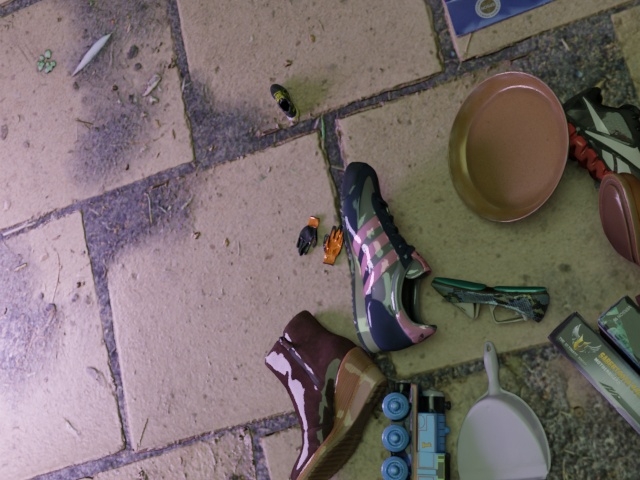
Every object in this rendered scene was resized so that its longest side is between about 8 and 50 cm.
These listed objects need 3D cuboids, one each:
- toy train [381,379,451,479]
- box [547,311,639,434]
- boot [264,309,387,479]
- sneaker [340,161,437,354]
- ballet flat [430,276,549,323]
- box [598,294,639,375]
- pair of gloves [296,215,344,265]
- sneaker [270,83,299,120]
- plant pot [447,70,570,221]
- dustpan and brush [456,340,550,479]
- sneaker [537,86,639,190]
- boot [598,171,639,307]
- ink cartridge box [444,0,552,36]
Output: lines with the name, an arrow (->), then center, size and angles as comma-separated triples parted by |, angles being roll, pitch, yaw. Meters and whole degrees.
toy train -> 0.151, 0.311, 1.342 | 0.105, 0.080, 0.184 | 0, 76, 10
box -> 0.426, 0.210, 1.205 | 0.056, 0.183, 0.231 | -44, 67, 8
boot -> -0.020, 0.264, 1.423 | 0.207, 0.090, 0.248 | 34, 92, 35
sneaker -> 0.116, 0.019, 1.395 | 0.131, 0.112, 0.319 | -12, 83, 27
ballet flat -> 0.264, 0.098, 1.355 | 0.188, 0.070, 0.070 | 5, 80, 24
box -> 0.505, 0.221, 1.147 | 0.058, 0.232, 0.322 | -44, 68, 6
pair of gloves -> 0.000, 0.000, 1.497 | 0.083, 0.010, 0.074 | 19, 85, 23
sneaker -> -0.067, -0.258, 1.563 | 0.031, 0.035, 0.083 | -39, 69, 7
plant pot -> 0.300, -0.147, 1.358 | 0.236, 0.032, 0.237 | 1, 91, 50
dustpan and brush -> 0.271, 0.262, 1.325 | 0.147, 0.060, 0.211 | -15, 80, 29
sneaker -> 0.463, -0.129, 1.310 | 0.135, 0.097, 0.276 | -43, 67, 9
boot -> 0.530, -0.014, 1.198 | 0.220, 0.109, 0.283 | -29, 106, 3
ink cartridge box -> 0.334, -0.559, 1.468 | 0.324, 0.071, 0.330 | -19, 71, 15
